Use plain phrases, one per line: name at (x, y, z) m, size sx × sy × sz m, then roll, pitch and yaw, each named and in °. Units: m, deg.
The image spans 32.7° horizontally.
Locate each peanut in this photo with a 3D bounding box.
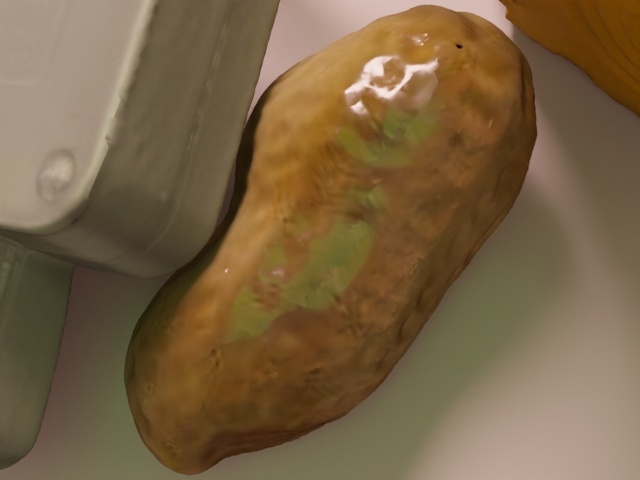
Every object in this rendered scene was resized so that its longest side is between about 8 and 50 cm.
peanut at (0.000, 0.000, 0.479) m, size 0.120 × 0.110 × 0.236 m, roll 40°, pitch 91°, yaw -11°

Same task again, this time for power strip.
power strip at (-0.163, -0.044, 0.452) m, size 0.229 × 0.141 × 0.261 m, roll 10°, pitch 79°, yaw 31°

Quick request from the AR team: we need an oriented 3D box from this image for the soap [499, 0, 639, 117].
soap at (0.155, -0.117, 0.382) m, size 0.204 × 0.324 × 0.096 m, roll 39°, pitch 90°, yaw 11°
